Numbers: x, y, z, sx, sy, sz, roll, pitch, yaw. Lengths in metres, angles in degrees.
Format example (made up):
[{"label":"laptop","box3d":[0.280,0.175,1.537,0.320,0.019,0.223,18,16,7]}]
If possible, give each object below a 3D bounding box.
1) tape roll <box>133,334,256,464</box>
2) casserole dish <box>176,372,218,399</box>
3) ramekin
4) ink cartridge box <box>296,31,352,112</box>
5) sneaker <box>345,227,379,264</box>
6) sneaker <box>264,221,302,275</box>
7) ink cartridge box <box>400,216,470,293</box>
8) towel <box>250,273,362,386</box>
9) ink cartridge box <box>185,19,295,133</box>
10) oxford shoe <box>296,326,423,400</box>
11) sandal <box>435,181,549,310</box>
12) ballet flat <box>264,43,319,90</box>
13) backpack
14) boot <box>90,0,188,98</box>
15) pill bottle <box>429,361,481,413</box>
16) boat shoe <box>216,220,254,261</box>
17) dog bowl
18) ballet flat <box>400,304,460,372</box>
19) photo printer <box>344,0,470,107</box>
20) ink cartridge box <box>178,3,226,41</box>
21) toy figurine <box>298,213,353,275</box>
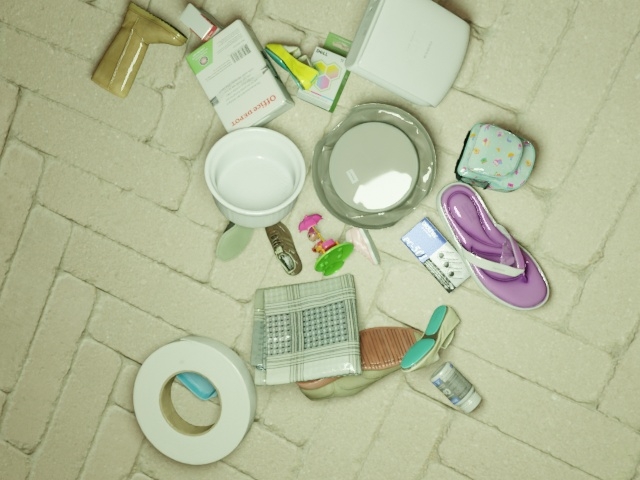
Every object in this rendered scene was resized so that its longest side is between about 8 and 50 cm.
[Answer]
[{"label":"tape roll","box3d":[-0.388,0.488,1.904,0.392,0.072,0.392,1,95,14]},{"label":"casserole dish","box3d":[-0.384,0.416,1.952,0.188,0.037,0.114,40,102,8]},{"label":"ramekin","box3d":[-0.184,-0.170,1.754,0.277,0.135,0.277,2,66,-5]},{"label":"ink cartridge box","box3d":[0.024,-0.484,1.769,0.109,0.062,0.209,26,99,11]},{"label":"sneaker","box3d":[0.118,0.019,1.798,0.070,0.051,0.134,-27,89,20]},{"label":"sneaker","box3d":[-0.112,0.017,1.837,0.066,0.071,0.188,-31,88,14]},{"label":"ink cartridge box","box3d":[0.331,0.041,1.751,0.097,0.046,0.207,-42,85,11]},{"label":"towel","box3d":[-0.050,0.254,1.776,0.324,0.056,0.312,-11,60,15]},{"label":"ink cartridge box","box3d":[-0.231,-0.462,1.802,0.198,0.115,0.273,-30,88,14]},{"label":"oxford shoe","box3d":[0.122,0.362,1.804,0.397,0.140,0.146,-15,132,5]},{"label":"sandal","box3d":[0.458,0.020,1.671,0.169,0.102,0.416,-39,84,-6]},{"label":"ballet flat","box3d":[-0.076,-0.506,1.755,0.077,0.077,0.231,-41,53,5]},{"label":"backpack","box3d":[0.472,-0.215,1.647,0.188,0.144,0.166,20,85,1]},{"label":"boot","box3d":[-0.551,-0.555,1.888,0.236,0.089,0.269,34,101,19]},{"label":"pill bottle","box3d":[0.384,0.417,1.754,0.137,0.078,0.078,45,102,6]},{"label":"boat shoe","box3d":[-0.241,-0.039,1.867,0.081,0.069,0.228,31,103,-21]},{"label":"dog bowl","box3d":[0.152,-0.204,1.743,0.348,0.102,0.349,1,94,13]},{"label":"ballet flat","box3d":[0.312,0.287,1.709,0.086,0.086,0.248,37,61,8]},{"label":"photo printer","box3d":[0.243,-0.507,1.630,0.307,0.107,0.256,20,98,-28]},{"label":"ink cartridge box","box3d":[-0.334,-0.623,1.803,0.099,0.135,0.056,44,105,7]},{"label":"toy figurine","box3d":[0.000,0.000,1.795,0.130,0.173,0.159,-28,66,-13]}]
